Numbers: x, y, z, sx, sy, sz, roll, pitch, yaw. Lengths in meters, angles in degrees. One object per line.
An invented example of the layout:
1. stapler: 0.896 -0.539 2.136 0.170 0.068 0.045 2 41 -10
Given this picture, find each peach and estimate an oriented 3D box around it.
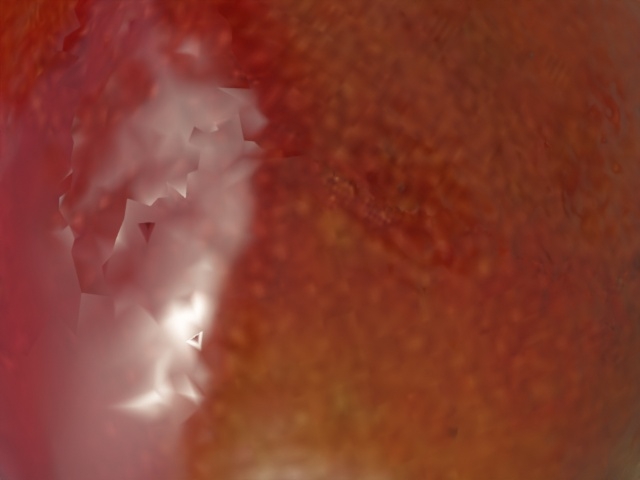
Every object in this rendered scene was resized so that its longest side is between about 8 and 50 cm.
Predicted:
1. peach: 0.000 0.000 0.480 0.332 0.308 0.308 -63 -20 -48
